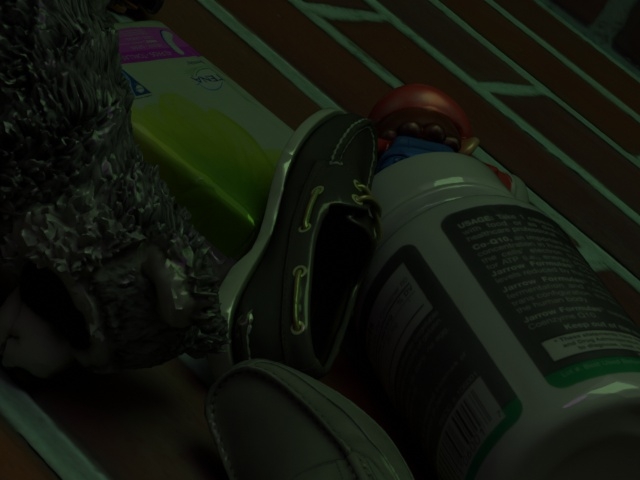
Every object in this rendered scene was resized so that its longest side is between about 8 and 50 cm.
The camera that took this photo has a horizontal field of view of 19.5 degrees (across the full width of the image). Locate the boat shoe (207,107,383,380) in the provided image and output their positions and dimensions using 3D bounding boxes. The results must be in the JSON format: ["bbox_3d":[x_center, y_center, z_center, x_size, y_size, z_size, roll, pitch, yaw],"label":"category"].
[{"bbox_3d":[0.001,0.003,1.513,0.091,0.109,0.305,-1,42,25],"label":"boat shoe"}]

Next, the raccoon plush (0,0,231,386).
[{"bbox_3d":[-0.150,-0.119,1.319,0.299,0.446,0.216,22,6,10],"label":"raccoon plush"}]

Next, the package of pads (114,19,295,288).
[{"bbox_3d":[-0.126,-0.079,1.671,0.296,0.101,0.229,40,24,17],"label":"package of pads"}]

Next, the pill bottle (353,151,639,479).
[{"bbox_3d":[0.150,0.091,1.538,0.204,0.204,0.361,18,26,-33],"label":"pill bottle"}]

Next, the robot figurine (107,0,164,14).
[{"bbox_3d":[-0.280,-0.355,2.078,0.211,0.085,0.291,12,29,-41],"label":"robot figurine"}]

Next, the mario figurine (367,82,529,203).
[{"bbox_3d":[0.101,-0.038,1.872,0.198,0.170,0.320,45,13,-11],"label":"mario figurine"}]

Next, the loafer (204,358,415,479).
[{"bbox_3d":[0.016,0.197,1.250,0.319,0.112,0.111,46,17,31],"label":"loafer"}]
